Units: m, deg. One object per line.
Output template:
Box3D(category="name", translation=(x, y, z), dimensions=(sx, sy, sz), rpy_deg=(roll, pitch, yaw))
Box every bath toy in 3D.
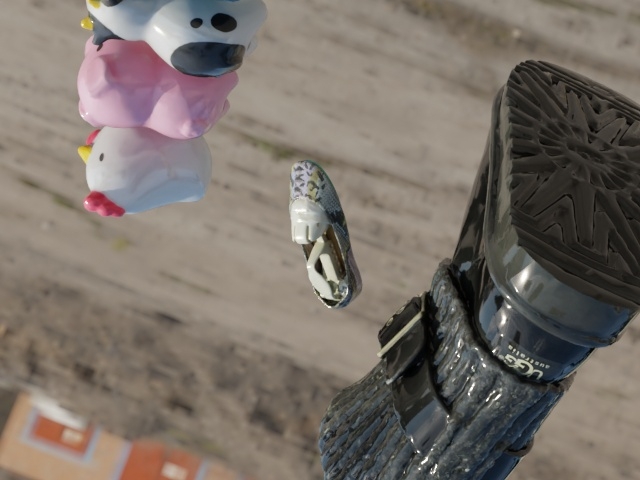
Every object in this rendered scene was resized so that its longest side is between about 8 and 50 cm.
Box3D(category="bath toy", translation=(-0.149, -0.142, 1.539), dimensions=(0.151, 0.129, 0.348), rpy_deg=(40, 145, 15))

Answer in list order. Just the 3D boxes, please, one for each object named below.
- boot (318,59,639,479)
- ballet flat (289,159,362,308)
Box3D(category="boot", translation=(0.116, 0.042, 1.220), dimensions=(0.131, 0.260, 0.348), rpy_deg=(29, -148, 0))
Box3D(category="ballet flat", translation=(0.000, 0.000, 1.248), dimensions=(0.041, 0.041, 0.114), rpy_deg=(12, 129, 47))
